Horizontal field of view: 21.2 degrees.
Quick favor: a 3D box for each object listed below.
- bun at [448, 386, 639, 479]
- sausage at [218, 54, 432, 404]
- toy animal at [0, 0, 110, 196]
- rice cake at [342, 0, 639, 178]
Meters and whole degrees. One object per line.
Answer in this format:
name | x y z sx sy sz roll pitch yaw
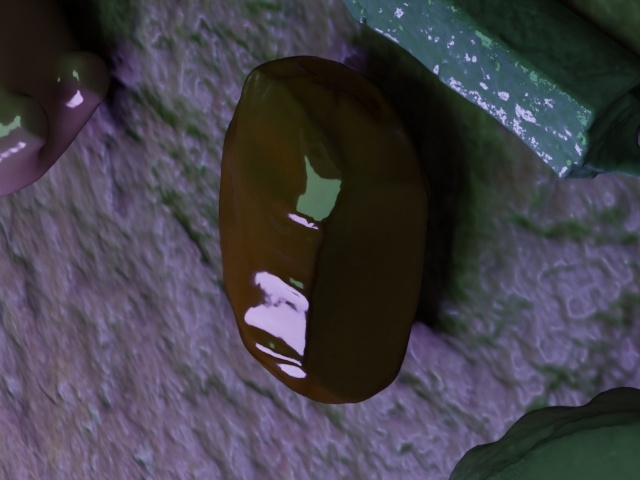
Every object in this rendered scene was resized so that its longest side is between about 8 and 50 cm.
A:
bun | 0.168 0.191 0.929 0.175 0.263 0.263 -77 -34 -78
sausage | 0.001 0.000 1.059 0.136 0.120 0.241 48 146 44
toy animal | -0.302 -0.186 1.262 0.269 0.237 0.326 -3 113 41
rice cake | 0.092 -0.108 0.913 0.206 0.069 0.063 44 141 27
